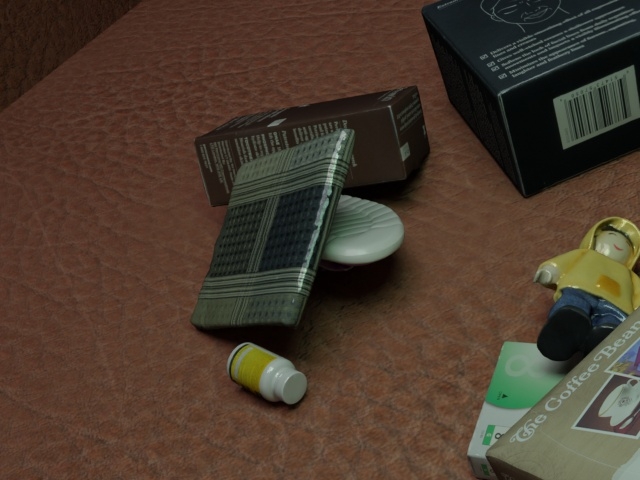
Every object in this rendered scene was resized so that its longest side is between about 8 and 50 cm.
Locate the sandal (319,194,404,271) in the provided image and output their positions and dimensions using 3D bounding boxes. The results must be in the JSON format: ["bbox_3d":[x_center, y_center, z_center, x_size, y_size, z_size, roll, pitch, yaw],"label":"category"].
[{"bbox_3d":[0.014,-0.005,1.453,0.170,0.102,0.416,-19,20,-20],"label":"sandal"}]

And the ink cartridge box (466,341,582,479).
[{"bbox_3d":[0.305,0.208,1.041,0.225,0.056,0.181,-1,42,31],"label":"ink cartridge box"}]

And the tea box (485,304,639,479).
[{"bbox_3d":[0.374,0.213,0.724,0.329,0.323,0.220,-38,18,-19],"label":"tea box"}]

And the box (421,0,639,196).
[{"bbox_3d":[0.388,-0.303,1.516,0.294,0.212,0.395,-23,36,2],"label":"box"}]

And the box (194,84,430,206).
[{"bbox_3d":[-0.014,-0.170,1.594,0.382,0.143,0.191,-5,18,22],"label":"box"}]

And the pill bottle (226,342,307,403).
[{"bbox_3d":[-0.076,0.193,1.265,0.116,0.065,0.065,17,52,44],"label":"pill bottle"}]

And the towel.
[{"bbox_3d":[-0.075,-0.005,1.370,0.324,0.056,0.312,-8,62,56],"label":"towel"}]

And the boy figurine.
[{"bbox_3d":[0.366,0.065,1.129,0.177,0.092,0.285,26,36,14],"label":"boy figurine"}]
